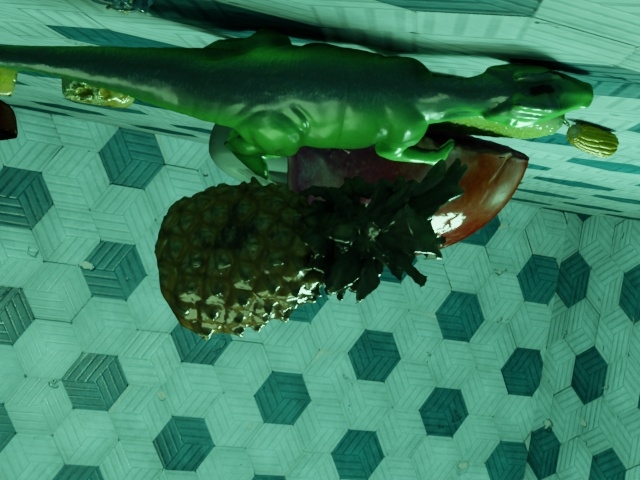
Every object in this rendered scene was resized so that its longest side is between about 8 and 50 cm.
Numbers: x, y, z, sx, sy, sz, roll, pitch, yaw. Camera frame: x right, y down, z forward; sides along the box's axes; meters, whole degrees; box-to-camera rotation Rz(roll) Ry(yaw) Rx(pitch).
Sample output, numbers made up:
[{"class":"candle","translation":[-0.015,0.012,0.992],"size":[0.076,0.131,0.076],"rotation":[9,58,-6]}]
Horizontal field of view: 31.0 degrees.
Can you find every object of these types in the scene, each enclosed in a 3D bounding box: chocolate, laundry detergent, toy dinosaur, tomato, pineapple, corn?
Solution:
[{"class":"chocolate","translation":[-0.572,-0.210,1.932],"size":[0.125,0.080,0.149],"rotation":[-4,178,-21]},{"class":"laundry detergent","translation":[0.013,-0.135,1.957],"size":[0.264,0.124,0.398],"rotation":[27,168,-38]},{"class":"toy dinosaur","translation":[-0.046,-0.133,1.027],"size":[0.500,0.143,0.375],"rotation":[2,-179,-42]},{"class":"tomato","translation":[0.101,-0.058,1.450],"size":[0.290,0.176,0.335],"rotation":[10,-173,23]},{"class":"pineapple","translation":[0.000,0.000,1.170],"size":[0.341,0.169,0.169],"rotation":[-13,172,23]},{"class":"toy dinosaur","translation":[-0.166,-0.202,0.928],"size":[0.047,0.030,0.083],"rotation":[8,180,19]},{"class":"corn","translation":[0.339,-0.125,1.435],"size":[0.092,0.037,0.037],"rotation":[14,178,-45]}]

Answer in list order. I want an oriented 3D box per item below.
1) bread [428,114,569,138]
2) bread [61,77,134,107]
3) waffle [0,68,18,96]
[{"class":"bread","translation":[0.142,-0.153,1.353],"size":[0.301,0.045,0.301],"rotation":[8,-177,0]},{"class":"bread","translation":[-0.325,-0.229,1.717],"size":[0.110,0.060,0.066],"rotation":[10,-164,-33]},{"class":"waffle","translation":[-0.638,-0.287,1.940],"size":[0.211,0.055,0.160],"rotation":[10,-179,-39]}]
